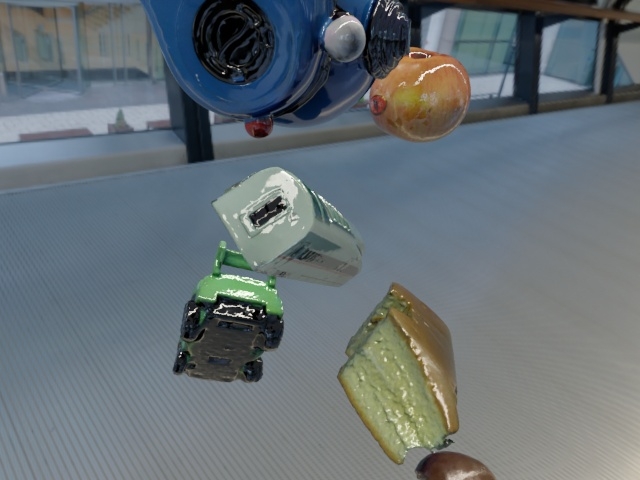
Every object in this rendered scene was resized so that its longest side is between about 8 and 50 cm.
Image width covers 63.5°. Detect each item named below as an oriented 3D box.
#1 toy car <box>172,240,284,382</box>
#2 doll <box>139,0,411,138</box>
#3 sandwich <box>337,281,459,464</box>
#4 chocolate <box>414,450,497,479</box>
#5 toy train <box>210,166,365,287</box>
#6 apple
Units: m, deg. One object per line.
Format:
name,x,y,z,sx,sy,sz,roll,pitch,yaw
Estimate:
toy car,-0.209,0.188,1.180,0.214,0.358,0.176,11,45,-17
doll,-0.042,-0.242,0.592,0.285,0.240,0.310,6,27,11
sandwich,0.102,0.164,0.667,0.128,0.122,0.235,40,15,-2
chocolate,0.214,0.399,0.822,0.133,0.124,0.127,51,52,-10
toy train,0.000,0.000,0.666,0.086,0.088,0.407,55,7,14
apple,0.190,-0.284,1.005,0.210,0.164,0.209,4,33,-3
